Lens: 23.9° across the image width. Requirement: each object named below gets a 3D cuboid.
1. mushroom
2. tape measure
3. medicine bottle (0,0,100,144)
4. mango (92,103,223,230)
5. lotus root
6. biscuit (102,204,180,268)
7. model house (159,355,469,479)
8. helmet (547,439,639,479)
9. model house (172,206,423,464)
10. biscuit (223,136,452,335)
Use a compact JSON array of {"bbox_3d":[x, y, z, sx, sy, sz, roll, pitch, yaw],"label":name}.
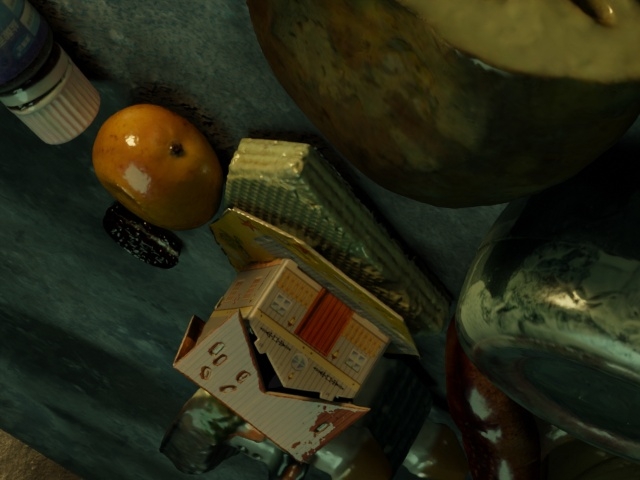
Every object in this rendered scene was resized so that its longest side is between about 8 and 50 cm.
[{"bbox_3d":[0.224,0.130,1.277,0.217,0.148,0.227,-10,127,19],"label":"mushroom"},{"bbox_3d":[0.234,0.064,1.062,0.256,0.147,0.275,5,151,50],"label":"tape measure"},{"bbox_3d":[-0.267,-0.166,1.264,0.083,0.083,0.203,9,152,41],"label":"medicine bottle"},{"bbox_3d":[-0.137,-0.056,1.331,0.115,0.089,0.165,18,158,30],"label":"mango"},{"bbox_3d":[0.053,-0.118,0.895,0.267,0.149,0.260,32,158,3],"label":"lotus root"},{"bbox_3d":[-0.189,-0.004,1.589,0.087,0.027,0.089,17,154,31],"label":"biscuit"},{"bbox_3d":[0.009,0.202,1.576,0.301,0.190,0.271,29,156,-2],"label":"model house"},{"bbox_3d":[0.289,0.250,1.413,0.257,0.137,0.204,16,-159,-22],"label":"helmet"},{"bbox_3d":[-0.047,0.091,1.345,0.219,0.136,0.207,38,163,-17],"label":"model house"},{"bbox_3d":[0.000,0.000,1.332,0.150,0.052,0.252,9,150,43],"label":"biscuit"}]
